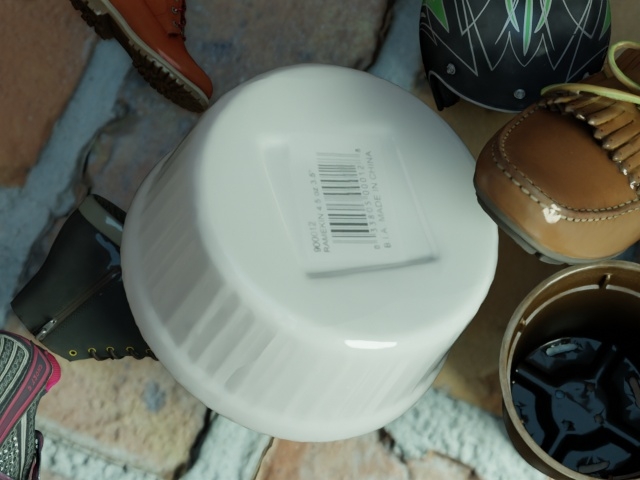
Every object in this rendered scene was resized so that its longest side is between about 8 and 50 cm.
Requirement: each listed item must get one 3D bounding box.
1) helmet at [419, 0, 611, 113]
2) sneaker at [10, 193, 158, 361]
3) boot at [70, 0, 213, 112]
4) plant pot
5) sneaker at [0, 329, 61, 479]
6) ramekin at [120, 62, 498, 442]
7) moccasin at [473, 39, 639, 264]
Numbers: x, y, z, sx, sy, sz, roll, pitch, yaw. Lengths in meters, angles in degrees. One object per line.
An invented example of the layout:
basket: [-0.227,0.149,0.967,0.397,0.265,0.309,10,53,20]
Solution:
helmet: [0.155,-0.171,1.507,0.169,0.161,0.169,0,76,-1]
sneaker: [-0.130,0.075,1.492,0.222,0.083,0.118,39,97,0]
boot: [-0.130,-0.179,1.557,0.084,0.059,0.158,-40,79,-15]
plant pot: [0.210,0.115,1.434,0.167,0.165,0.167,0,75,-1]
sneaker: [-0.265,0.214,1.428,0.112,0.121,0.299,12,82,-30]
ramekin: [0.000,0.000,1.424,0.277,0.135,0.277,11,59,-18]
moccasin: [0.253,-0.085,1.403,0.380,0.147,0.139,-17,60,-42]
